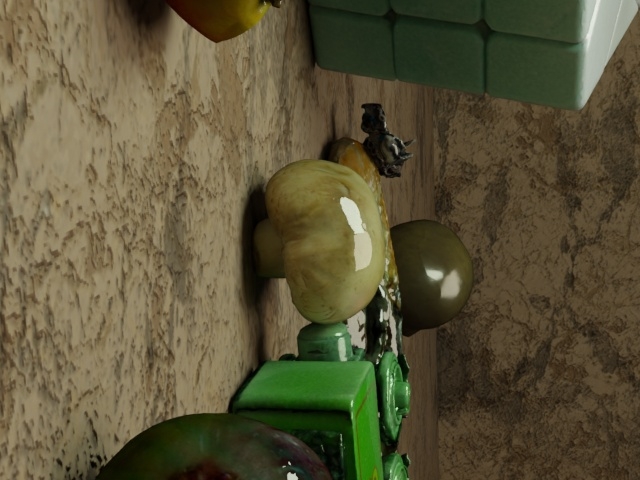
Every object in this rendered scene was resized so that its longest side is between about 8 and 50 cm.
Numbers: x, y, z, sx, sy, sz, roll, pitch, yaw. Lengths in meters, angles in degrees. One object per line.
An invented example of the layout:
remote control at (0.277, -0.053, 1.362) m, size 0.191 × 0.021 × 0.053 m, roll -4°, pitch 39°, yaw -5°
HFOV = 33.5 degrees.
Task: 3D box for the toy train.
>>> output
toy train at (0.006, 0.200, 0.914) m, size 0.188 × 0.133 × 0.243 m, roll -49°, pitch 136°, yaw -68°

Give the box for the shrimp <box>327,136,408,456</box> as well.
shrimp at (0.049, 0.096, 1.276) m, size 0.272 × 0.085 × 0.444 m, roll 3°, pitch 84°, yaw -77°

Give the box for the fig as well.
fig at (-0.061, 0.201, 0.571) m, size 0.245 × 0.149 × 0.149 m, roll 97°, pitch 2°, yaw -45°

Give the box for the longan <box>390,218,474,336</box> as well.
longan at (0.143, 0.054, 1.572) m, size 0.189 × 0.189 × 0.189 m, roll 0°, pitch 90°, yaw -80°

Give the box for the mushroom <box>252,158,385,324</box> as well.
mushroom at (0.000, 0.000, 0.915) m, size 0.148 × 0.112 × 0.148 m, roll -3°, pitch 90°, yaw -81°

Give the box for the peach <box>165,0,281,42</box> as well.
peach at (-0.052, -0.194, 0.618) m, size 0.151 × 0.118 × 0.151 m, roll -54°, pitch -164°, yaw 22°

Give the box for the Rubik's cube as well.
Rubik's cube at (0.178, -0.367, 1.128) m, size 0.318 × 0.316 × 0.321 m, roll -53°, pitch 145°, yaw -40°

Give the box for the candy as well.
candy at (0.081, -0.123, 1.396) m, size 0.094 × 0.051 × 0.226 m, roll 50°, pitch -5°, yaw 10°
